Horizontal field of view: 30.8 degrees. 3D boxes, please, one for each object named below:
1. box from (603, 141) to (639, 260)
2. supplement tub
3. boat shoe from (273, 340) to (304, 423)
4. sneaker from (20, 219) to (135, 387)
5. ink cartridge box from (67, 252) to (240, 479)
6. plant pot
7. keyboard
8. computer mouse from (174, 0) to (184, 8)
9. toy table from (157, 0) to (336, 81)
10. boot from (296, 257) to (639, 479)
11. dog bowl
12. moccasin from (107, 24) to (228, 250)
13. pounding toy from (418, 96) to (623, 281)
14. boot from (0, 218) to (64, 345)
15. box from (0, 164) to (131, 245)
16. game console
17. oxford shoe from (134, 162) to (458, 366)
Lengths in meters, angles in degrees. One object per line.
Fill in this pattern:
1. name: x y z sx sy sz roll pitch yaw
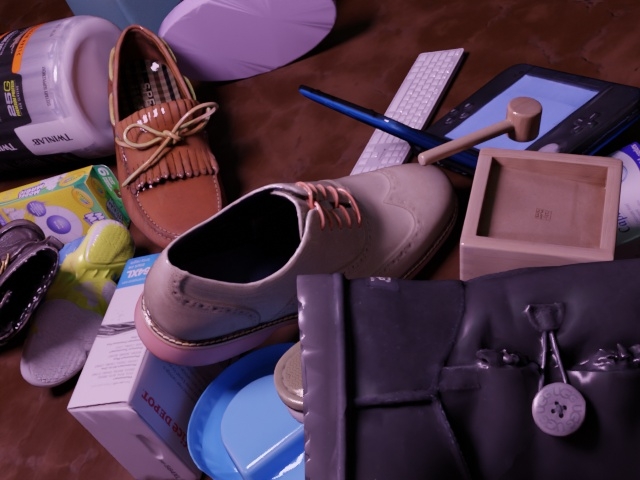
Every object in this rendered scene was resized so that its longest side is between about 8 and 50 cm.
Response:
1. box: 0.287 -0.011 1.154 0.137 0.072 0.126 -27 39 8
2. supplement tub: -0.446 -0.209 1.735 0.338 0.207 0.207 -6 46 29
3. boat shoe: 0.110 0.115 1.069 0.302 0.103 0.113 -16 46 -5
4. sneaker: -0.320 0.085 1.464 0.126 0.091 0.240 -15 39 48
5. ink cartridge box: -0.169 0.135 1.244 0.086 0.148 0.203 -9 44 28
6. plant pot: -0.322 -0.434 1.862 0.166 0.234 0.165 14 58 42
7. keyboard: 0.105 -0.151 1.463 0.072 0.014 0.256 5 52 37
8. computer mouse: -0.222 -0.322 1.833 0.242 0.071 0.041 -56 5 -21
9. toy table: -0.107 -0.354 1.653 0.274 0.252 0.160 -11 59 17
10. boot: 0.210 0.195 0.903 0.445 0.366 0.146 -2 2 0
11. dog bowl: -0.014 0.221 1.114 0.166 0.074 0.297 -37 40 -5
12. moccasin: -0.201 -0.136 1.513 0.139 0.147 0.380 -8 51 -8
13. pounding toy: 0.179 -0.033 1.059 0.181 0.094 0.206 6 46 13
14. boot: -0.406 0.085 1.408 0.263 0.091 0.229 -57 21 1
15. box: -0.340 -0.036 1.566 0.179 0.105 0.043 -16 36 20
16. game console: 0.155 -0.157 1.256 0.250 0.173 0.293 -38 23 -6
17. oxford shoe: 0.000 0.000 1.195 0.397 0.146 0.140 -28 66 -29
